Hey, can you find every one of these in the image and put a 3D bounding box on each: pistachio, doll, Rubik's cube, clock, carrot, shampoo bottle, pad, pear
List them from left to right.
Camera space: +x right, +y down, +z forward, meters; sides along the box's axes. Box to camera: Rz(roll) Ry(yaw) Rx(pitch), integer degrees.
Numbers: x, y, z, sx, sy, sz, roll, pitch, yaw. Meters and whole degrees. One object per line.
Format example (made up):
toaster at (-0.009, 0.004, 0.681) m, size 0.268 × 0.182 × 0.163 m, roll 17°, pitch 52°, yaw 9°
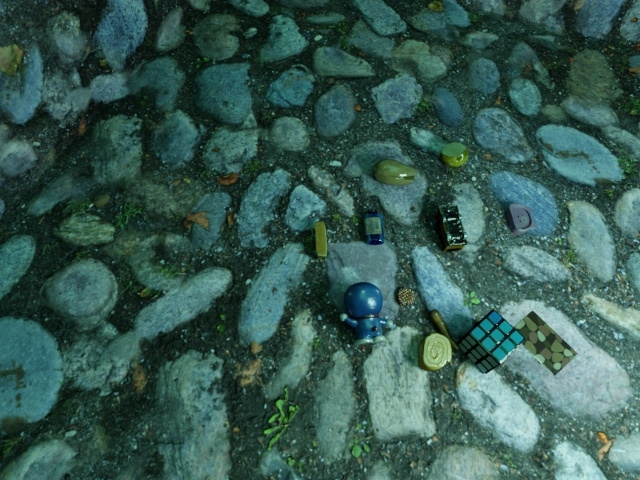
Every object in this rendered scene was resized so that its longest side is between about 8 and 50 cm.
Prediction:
doll at (0.184, 0.297, 1.664) m, size 0.216 × 0.161 × 0.256 m, roll -1°, pitch 76°, yaw -18°
shampoo bottle at (0.250, -0.067, 1.914) m, size 0.087 × 0.050 × 0.182 m, roll -1°, pitch 61°, yaw 0°
pistachio at (0.370, -0.338, 2.036) m, size 0.226 × 0.135 × 0.135 m, roll 10°, pitch 61°, yaw -3°
carrot at (0.510, 0.370, 1.681) m, size 0.047 × 0.047 × 0.191 m, roll -21°, pitch 65°, yaw -14°
pear at (0.690, -0.432, 2.112) m, size 0.141 × 0.103 × 0.141 m, roll -11°, pitch 42°, yaw 10°
Rubik's cube at (0.665, 0.399, 1.607) m, size 0.161 × 0.163 × 0.162 m, roll -34°, pitch 64°, yaw -20°
clock at (0.961, -0.102, 1.963) m, size 0.110 × 0.050 × 0.152 m, roll 0°, pitch 61°, yaw -2°
pad at (0.923, 0.421, 1.693) m, size 0.158 × 0.003 × 0.235 m, roll -32°, pitch 67°, yaw -19°

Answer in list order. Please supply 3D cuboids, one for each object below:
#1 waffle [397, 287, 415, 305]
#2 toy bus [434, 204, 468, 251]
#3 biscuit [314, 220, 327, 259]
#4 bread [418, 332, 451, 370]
waffle at (0.368, 0.241, 1.759) m, size 0.076 × 0.029 × 0.083 m, roll 8°, pitch 58°, yaw 2°
toy bus at (0.600, -0.055, 1.886) m, size 0.098 × 0.114 × 0.200 m, roll -5°, pitch 66°, yaw -5°
biscuit at (0.000, 0.000, 1.864) m, size 0.052 × 0.056 × 0.187 m, roll 0°, pitch 59°, yaw -5°
bread at (0.456, 0.443, 1.622) m, size 0.123 × 0.073 × 0.149 m, roll 13°, pitch 61°, yaw 3°
